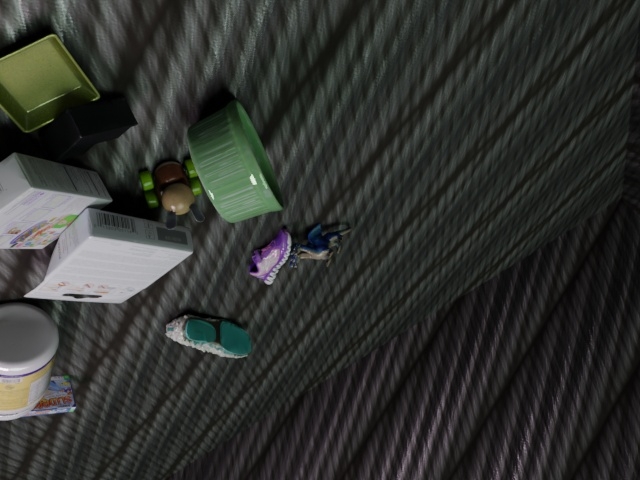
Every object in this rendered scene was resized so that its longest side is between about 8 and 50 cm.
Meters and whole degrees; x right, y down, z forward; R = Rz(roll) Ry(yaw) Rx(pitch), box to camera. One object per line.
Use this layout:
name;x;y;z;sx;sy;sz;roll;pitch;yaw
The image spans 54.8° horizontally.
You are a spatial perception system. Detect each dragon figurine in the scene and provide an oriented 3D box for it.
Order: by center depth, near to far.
dragon figurine;0.000;0.000;2.211;0.289;0.144;0.085;-51;163;-35

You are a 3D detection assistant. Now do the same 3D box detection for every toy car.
toy car;-0.385;-0.107;1.674;0.154;0.188;0.149;-18;146;-16

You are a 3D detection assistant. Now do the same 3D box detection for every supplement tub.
supplement tub;-0.936;0.373;1.872;0.240;0.241;0.331;-4;141;-34

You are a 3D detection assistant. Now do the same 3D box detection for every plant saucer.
plant saucer;-0.601;-0.340;1.313;0.188;0.045;0.188;-27;148;-3

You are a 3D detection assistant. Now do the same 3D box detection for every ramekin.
ramekin;-0.220;-0.193;1.591;0.148;0.304;0.303;-23;148;4

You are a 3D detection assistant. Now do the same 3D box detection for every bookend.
bookend;-0.538;-0.257;1.437;0.156;0.072;0.157;-23;-176;42

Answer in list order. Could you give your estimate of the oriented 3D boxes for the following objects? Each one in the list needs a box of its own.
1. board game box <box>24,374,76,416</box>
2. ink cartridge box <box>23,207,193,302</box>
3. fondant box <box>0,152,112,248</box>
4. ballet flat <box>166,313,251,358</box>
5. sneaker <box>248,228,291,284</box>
board game box;-0.979;0.548;2.182;0.201;0.136;0.035;6;134;-43
ink cartridge box;-0.589;0.059;1.707;0.384;0.091;0.308;-31;153;34
fondant box;-0.680;-0.080;1.447;0.238;0.096;0.330;-32;173;8
ballet flat;-0.435;0.367;2.390;0.147;0.147;0.409;-38;144;15
sneaker;-0.181;0.053;2.161;0.104;0.095;0.236;17;124;-21
